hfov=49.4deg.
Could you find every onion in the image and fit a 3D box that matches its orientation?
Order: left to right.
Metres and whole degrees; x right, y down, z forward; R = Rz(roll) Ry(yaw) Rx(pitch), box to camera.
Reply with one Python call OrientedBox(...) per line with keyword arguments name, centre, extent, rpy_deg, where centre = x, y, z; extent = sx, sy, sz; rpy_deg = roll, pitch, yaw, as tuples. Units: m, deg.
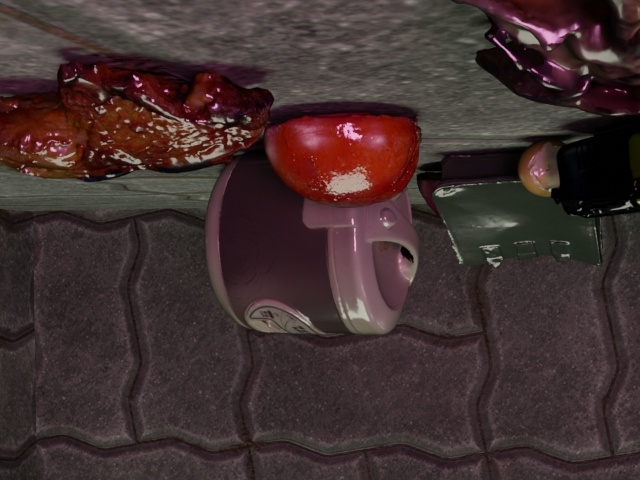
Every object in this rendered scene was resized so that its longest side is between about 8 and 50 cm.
OrientedBox(name="onion", centre=(0.306, -0.070, 1.319), extent=(0.250, 0.111, 0.247), rpy_deg=(5, -170, 1))

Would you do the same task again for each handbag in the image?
OrientedBox(name="handbag", centre=(0.331, -0.042, 1.150), extent=(0.247, 0.079, 0.260), rpy_deg=(1, 147, 26))

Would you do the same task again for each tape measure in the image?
OrientedBox(name="tape measure", centre=(0.379, -0.086, 0.830), extent=(0.186, 0.112, 0.199), rpy_deg=(-10, 180, -36))

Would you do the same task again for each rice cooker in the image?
OrientedBox(name="rice cooker", centre=(0.002, 0.001, 1.005), extent=(0.277, 0.288, 0.288), rpy_deg=(0, -179, 20))

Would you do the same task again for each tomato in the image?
OrientedBox(name="tomato", centre=(0.025, -0.085, 0.767), extent=(0.173, 0.099, 0.189), rpy_deg=(-3, -178, 7))

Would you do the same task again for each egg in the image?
OrientedBox(name="egg", centre=(0.312, -0.100, 0.960), extent=(0.080, 0.080, 0.096), rpy_deg=(-1, -171, 6))

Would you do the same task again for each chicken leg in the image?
OrientedBox(name="chicken leg", centre=(-0.199, -0.098, 0.569), extent=(0.322, 0.083, 0.177), rpy_deg=(-2, 171, 16))

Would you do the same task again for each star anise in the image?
OrientedBox(name="star anise", centre=(0.186, -0.084, 0.332), extent=(0.272, 0.102, 0.272), rpy_deg=(1, 178, 0))
